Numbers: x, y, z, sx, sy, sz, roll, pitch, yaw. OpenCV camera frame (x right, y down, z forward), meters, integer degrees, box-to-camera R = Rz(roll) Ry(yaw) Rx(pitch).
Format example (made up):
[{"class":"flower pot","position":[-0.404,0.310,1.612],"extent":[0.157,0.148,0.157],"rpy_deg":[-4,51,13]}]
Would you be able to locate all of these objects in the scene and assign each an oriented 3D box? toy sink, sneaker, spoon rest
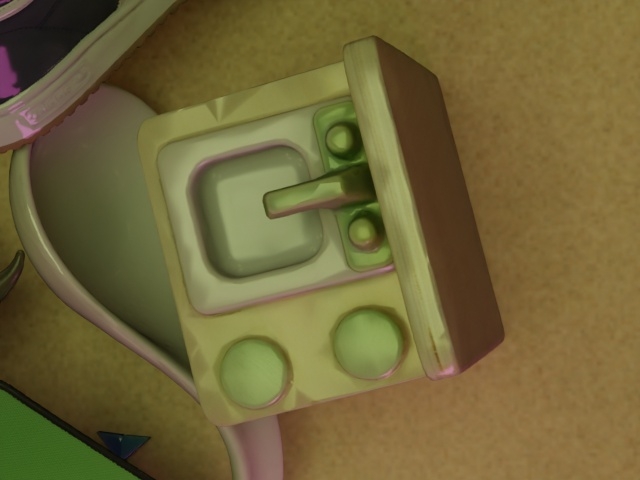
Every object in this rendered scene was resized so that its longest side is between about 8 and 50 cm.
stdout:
[{"class":"toy sink","position":[0.000,0.000,0.867],"extent":[0.131,0.234,0.152],"rpy_deg":[-15,89,10]},{"class":"sneaker","position":[-0.114,-0.190,0.885],"extent":[0.099,0.153,0.282],"rpy_deg":[25,67,39]},{"class":"spoon rest","position":[-0.084,0.046,0.946],"extent":[0.084,0.137,0.276],"rpy_deg":[-15,96,34]}]

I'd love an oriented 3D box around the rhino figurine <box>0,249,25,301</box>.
[{"class":"rhino figurine","position":[-0.265,0.029,0.981],"extent":[0.243,0.073,0.106],"rpy_deg":[-11,89,25]}]

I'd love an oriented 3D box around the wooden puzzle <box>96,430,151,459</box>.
[{"class":"wooden puzzle","position":[-0.140,0.160,1.007],"extent":[0.079,0.014,0.116],"rpy_deg":[13,93,10]}]

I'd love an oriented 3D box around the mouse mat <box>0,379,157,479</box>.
[{"class":"mouse mat","position":[-0.138,0.173,0.923],"extent":[0.190,0.007,0.152],"rpy_deg":[35,104,-14]}]
